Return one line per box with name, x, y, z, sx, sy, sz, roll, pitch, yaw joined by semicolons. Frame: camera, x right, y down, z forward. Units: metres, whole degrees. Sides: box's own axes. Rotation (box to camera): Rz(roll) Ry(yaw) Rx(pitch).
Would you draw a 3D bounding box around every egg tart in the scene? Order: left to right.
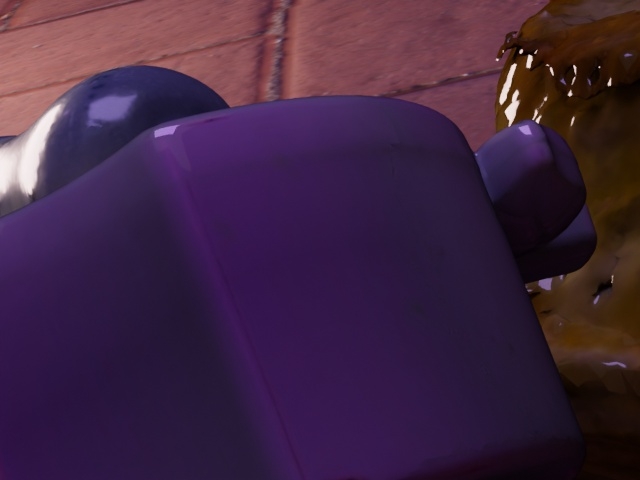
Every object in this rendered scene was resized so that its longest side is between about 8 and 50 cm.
egg tart;0.223;-0.047;0.850;0.443;0.178;0.443;-14;17;4

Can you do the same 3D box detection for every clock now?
clock;-0.056;0.080;0.555;0.338;0.102;0.338;-21;-16;-6

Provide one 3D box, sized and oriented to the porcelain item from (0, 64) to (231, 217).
porcelain item;-0.131;-0.030;1.131;0.141;0.141;0.259;-26;14;-33
